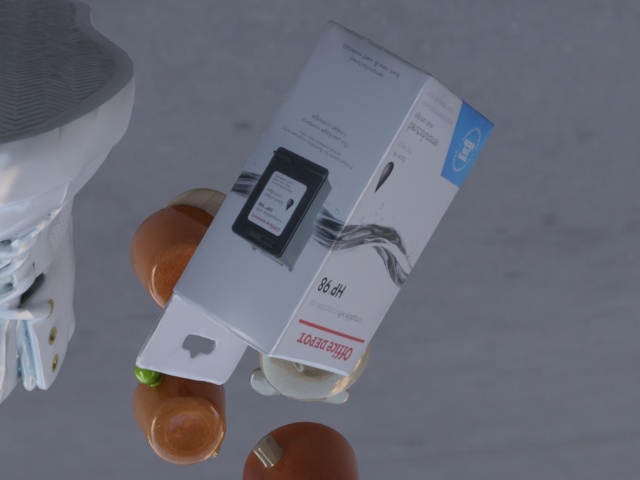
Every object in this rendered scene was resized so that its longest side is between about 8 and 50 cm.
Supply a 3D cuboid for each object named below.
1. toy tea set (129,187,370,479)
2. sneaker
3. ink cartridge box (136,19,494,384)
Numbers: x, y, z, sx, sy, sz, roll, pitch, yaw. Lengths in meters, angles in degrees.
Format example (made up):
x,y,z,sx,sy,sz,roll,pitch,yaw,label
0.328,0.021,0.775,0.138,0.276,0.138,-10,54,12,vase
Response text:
x,y,z,sx,sy,sz,roll,pitch,yaw,label
-0.063,0.115,1.422,0.200,0.336,0.124,-4,-158,-11,toy tea set
-0.129,0.002,0.716,0.108,0.169,0.292,4,-166,-5,sneaker
0.000,0.000,0.850,0.060,0.180,0.104,31,-177,23,ink cartridge box
